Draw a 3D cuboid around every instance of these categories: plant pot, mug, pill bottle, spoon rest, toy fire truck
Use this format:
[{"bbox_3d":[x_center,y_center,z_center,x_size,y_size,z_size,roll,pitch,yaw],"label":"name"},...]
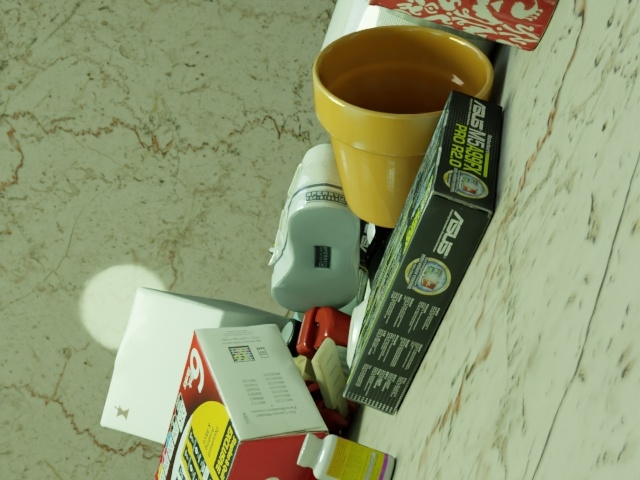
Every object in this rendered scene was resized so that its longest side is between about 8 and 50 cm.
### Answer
[{"bbox_3d":[0.095,-0.125,1.187,0.205,0.205,0.188,-70,-16,-48],"label":"plant pot"},{"bbox_3d":[0.148,-0.266,0.990,0.150,0.169,0.113,-69,-1,-61],"label":"mug"},{"bbox_3d":[0.023,0.205,0.912,0.043,0.083,0.043,-160,90,-89],"label":"pill bottle"},{"bbox_3d":[0.086,0.064,1.280,0.137,0.084,0.276,105,172,-80],"label":"spoon rest"},{"bbox_3d":[0.010,0.186,1.444,0.246,0.158,0.217,-35,35,53],"label":"toy fire truck"}]

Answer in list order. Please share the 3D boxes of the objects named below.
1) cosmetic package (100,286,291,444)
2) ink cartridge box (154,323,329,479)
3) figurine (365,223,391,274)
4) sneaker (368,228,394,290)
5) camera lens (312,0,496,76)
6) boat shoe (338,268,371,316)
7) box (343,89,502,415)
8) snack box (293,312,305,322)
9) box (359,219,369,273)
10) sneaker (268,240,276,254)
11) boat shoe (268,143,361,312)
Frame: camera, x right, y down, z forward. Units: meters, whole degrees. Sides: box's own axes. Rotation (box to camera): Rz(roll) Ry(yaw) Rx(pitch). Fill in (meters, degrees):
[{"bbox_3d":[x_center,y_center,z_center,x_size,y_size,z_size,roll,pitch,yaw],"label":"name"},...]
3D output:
[{"bbox_3d":[-0.189,0.221,1.739,0.453,0.162,0.230,22,-98,-74],"label":"cosmetic package"},{"bbox_3d":[-0.107,0.318,1.353,0.272,0.130,0.309,59,141,44],"label":"ink cartridge box"},{"bbox_3d":[0.103,-0.051,1.527,0.215,0.092,0.209,-78,-5,-72],"label":"figurine"},{"bbox_3d":[0.107,0.012,1.387,0.089,0.051,0.170,-54,-12,-74],"label":"sneaker"},{"bbox_3d":[0.125,-0.283,1.330,0.219,0.219,0.274,-71,1,-64],"label":"camera lens"},{"bbox_3d":[0.016,0.185,1.754,0.116,0.099,0.319,-78,5,-62],"label":"boat shoe"},{"bbox_3d":[0.106,0.011,1.022,0.216,0.060,0.270,-71,1,-55],"label":"box"},{"bbox_3d":[-0.033,0.261,1.869,0.187,0.060,0.322,73,-147,-49],"label":"snack box"},{"bbox_3d":[0.089,-0.015,2.077,0.318,0.097,0.395,108,179,-51],"label":"box"},{"bbox_3d":[0.000,0.000,1.836,0.121,0.111,0.300,-59,18,-15],"label":"sneaker"},{"bbox_3d":[-0.006,-0.024,1.442,0.367,0.136,0.156,93,-179,-62],"label":"boat shoe"}]
